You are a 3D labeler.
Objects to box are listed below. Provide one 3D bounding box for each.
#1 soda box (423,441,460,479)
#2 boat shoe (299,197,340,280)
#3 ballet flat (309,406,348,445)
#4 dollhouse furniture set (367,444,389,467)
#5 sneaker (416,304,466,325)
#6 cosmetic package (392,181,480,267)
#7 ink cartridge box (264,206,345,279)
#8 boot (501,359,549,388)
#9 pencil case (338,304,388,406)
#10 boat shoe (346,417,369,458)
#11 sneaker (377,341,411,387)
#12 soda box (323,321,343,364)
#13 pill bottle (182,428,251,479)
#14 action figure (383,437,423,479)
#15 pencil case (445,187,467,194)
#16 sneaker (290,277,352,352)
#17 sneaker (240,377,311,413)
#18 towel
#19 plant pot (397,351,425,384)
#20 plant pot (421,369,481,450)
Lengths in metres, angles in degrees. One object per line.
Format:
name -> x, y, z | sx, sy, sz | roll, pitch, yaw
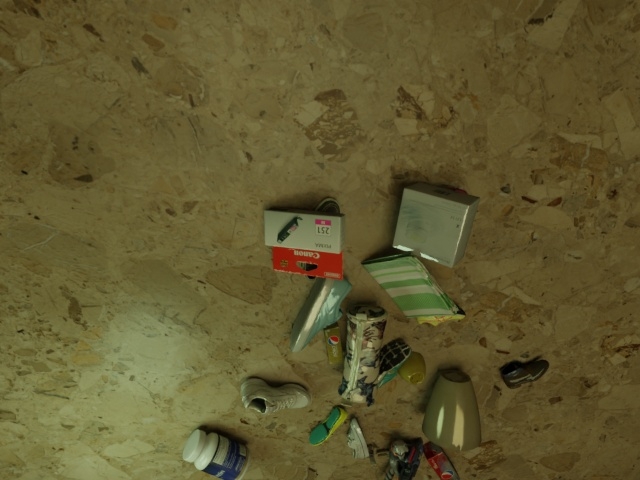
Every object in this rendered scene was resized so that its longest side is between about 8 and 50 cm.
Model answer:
soda box -> 0.614, 1.136, 2.051 | 0.092, 0.083, 0.263 | -30, 115, 4
boat shoe -> 0.004, 0.001, 1.430 | 0.109, 0.091, 0.304 | 13, 112, -15
ballet flat -> 0.044, 0.858, 1.843 | 0.077, 0.077, 0.231 | 28, 106, -37
dollhouse furniture set -> 0.290, 1.053, 1.962 | 0.115, 0.081, 0.090 | -6, 115, -7
sneaker -> 0.491, 0.310, 1.661 | 0.209, 0.081, 0.094 | 3, 114, 2
cosmetic package -> 0.392, -0.058, 1.380 | 0.224, 0.138, 0.224 | 21, 118, 30
ink cartridge box -> -0.056, 0.017, 1.368 | 0.275, 0.060, 0.238 | 6, 107, 19
boot -> 0.945, 0.601, 1.862 | 0.219, 0.082, 0.106 | -36, 117, 10
pencil case -> 0.165, 0.445, 1.592 | 0.160, 0.183, 0.409 | 8, 107, 14
boat shoe -> 0.166, 0.939, 1.883 | 0.084, 0.095, 0.258 | -18, 115, -5
sneaker -> 0.294, 0.539, 1.734 | 0.110, 0.107, 0.275 | 24, 116, -35
soda box -> 0.052, 0.416, 1.646 | 0.061, 0.058, 0.181 | -11, 116, -5
pill bottle -> -0.450, 0.934, 1.750 | 0.265, 0.153, 0.153 | 36, 104, -21
action figure -> 0.369, 1.112, 1.926 | 0.179, 0.341, 0.329 | 9, 110, 28
pencil case -> 0.463, -0.086, 1.462 | 0.095, 0.098, 0.209 | 4, 114, -12
sneaker -> 0.006, 0.296, 1.542 | 0.150, 0.135, 0.365 | 23, 110, -15
sneaker -> -0.184, 0.674, 1.675 | 0.305, 0.152, 0.114 | 14, 109, -16
towel -> 0.334, 0.179, 1.508 | 0.248, 0.038, 0.325 | -16, 124, 48
plant pot -> 0.404, 0.568, 1.752 | 0.134, 0.095, 0.134 | -4, 114, -8
plant pot -> 0.592, 0.734, 1.796 | 0.257, 0.256, 0.273 | 0, 98, -9
